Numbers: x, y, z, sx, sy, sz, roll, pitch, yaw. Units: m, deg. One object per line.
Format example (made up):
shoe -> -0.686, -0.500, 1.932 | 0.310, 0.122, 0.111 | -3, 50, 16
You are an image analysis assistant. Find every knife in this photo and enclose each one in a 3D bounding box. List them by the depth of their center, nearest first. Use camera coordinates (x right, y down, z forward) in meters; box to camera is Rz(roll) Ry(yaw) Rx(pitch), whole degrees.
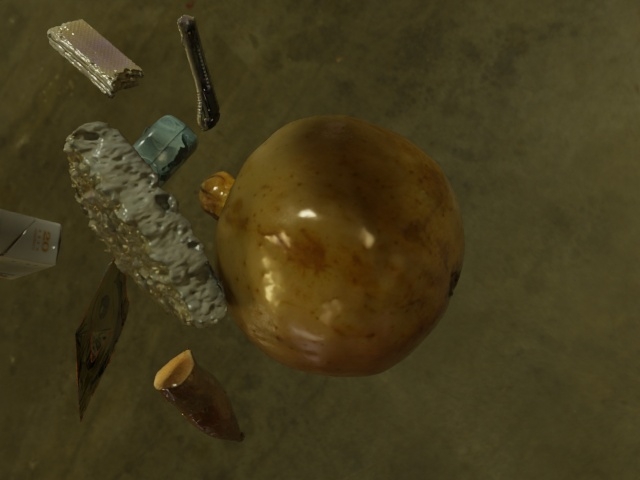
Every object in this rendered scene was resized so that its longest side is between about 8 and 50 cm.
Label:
knife -> -0.382, -0.525, 1.959 | 0.043, 0.089, 0.365 | 13, 124, 39

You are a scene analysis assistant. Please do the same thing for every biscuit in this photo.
biscuit -> -0.230, -0.014, 0.792 | 0.084, 0.281, 0.179 | -39, 18, -30
biscuit -> -0.555, -0.448, 1.525 | 0.239, 0.108, 0.061 | 41, 138, 9

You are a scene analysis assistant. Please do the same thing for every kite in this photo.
kite -> -0.425, 0.170, 1.202 | 0.013, 0.327, 0.377 | 12, 85, -2

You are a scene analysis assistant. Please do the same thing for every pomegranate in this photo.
pomegranate -> 0.000, 0.000, 0.904 | 0.410, 0.410, 0.409 | -8, 73, 28

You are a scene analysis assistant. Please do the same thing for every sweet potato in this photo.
sweet potato -> -0.293, 0.417, 1.582 | 0.131, 0.336, 0.131 | -17, 41, 15

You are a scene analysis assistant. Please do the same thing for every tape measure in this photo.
tape measure -> -0.487, -0.238, 1.804 | 0.275, 0.147, 0.256 | -53, 15, -18

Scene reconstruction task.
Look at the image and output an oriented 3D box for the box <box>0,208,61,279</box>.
box -> -0.480, -0.010, 0.799 | 0.150, 0.233, 0.066 | -11, 68, 44
